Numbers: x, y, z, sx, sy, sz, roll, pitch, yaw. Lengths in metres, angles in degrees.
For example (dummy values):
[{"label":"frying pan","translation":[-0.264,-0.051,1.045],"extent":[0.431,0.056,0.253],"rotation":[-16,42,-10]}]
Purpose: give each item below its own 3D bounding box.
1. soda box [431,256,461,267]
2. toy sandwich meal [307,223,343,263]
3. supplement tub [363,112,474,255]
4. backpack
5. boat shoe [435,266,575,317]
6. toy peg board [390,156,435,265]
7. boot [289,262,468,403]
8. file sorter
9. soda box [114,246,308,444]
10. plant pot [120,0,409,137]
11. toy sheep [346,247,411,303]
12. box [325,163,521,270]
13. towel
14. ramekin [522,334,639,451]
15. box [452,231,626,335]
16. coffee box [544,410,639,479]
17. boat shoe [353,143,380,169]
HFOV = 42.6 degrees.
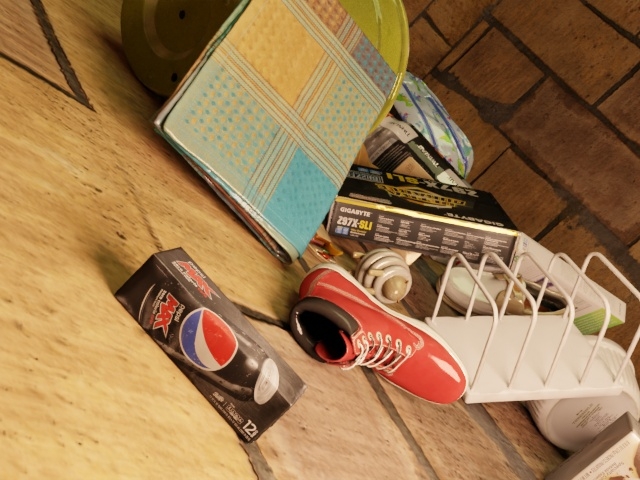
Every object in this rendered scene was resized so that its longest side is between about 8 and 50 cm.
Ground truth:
[{"label":"soda box","translation":[0.324,0.016,2.046],"extent":[0.069,0.074,0.216],"rotation":[52,16,26]},{"label":"toy sandwich meal","translation":[0.000,0.000,1.240],"extent":[0.085,0.029,0.085],"rotation":[42,14,-13]},{"label":"supplement tub","translation":[0.200,-0.136,1.874],"extent":[0.316,0.193,0.193],"rotation":[49,14,12]},{"label":"backpack","translation":[0.226,-0.248,2.114],"extent":[0.273,0.290,0.355],"rotation":[5,42,-19]},{"label":"boat shoe","translation":[0.390,0.112,1.718],"extent":[0.302,0.103,0.113],"rotation":[17,53,-19]},{"label":"toy peg board","translation":[0.179,-0.058,1.691],"extent":[0.161,0.160,0.079],"rotation":[46,-2,2]},{"label":"boot","translation":[0.070,0.135,0.954],"extent":[0.244,0.088,0.176],"rotation":[36,15,-4]},{"label":"file sorter","translation":[0.340,0.126,1.314],"extent":[0.277,0.173,0.193],"rotation":[0,31,-17]},{"label":"soda box","translation":[-0.090,0.085,0.687],"extent":[0.169,0.053,0.060],"rotation":[46,14,5]},{"label":"plant pot","translation":[-0.105,-0.323,1.285],"extent":[0.366,0.366,0.353],"rotation":[51,26,22]},{"label":"toy sheep","translation":[0.091,0.051,1.254],"extent":[0.091,0.091,0.132],"rotation":[36,12,-35]},{"label":"box","translation":[0.169,-0.052,1.470],"extent":[0.322,0.079,0.257],"rotation":[11,17,-4]},{"label":"towel","translation":[-0.042,-0.187,1.094],"extent":[0.271,0.040,0.370],"rotation":[47,54,-29]},{"label":"ramekin","translation":[0.467,0.280,1.458],"extent":[0.207,0.207,0.109],"rotation":[40,23,-23]},{"label":"box","translation":[0.480,0.120,1.827],"extent":[0.322,0.232,0.058],"rotation":[33,55,-18]},{"label":"coffee box","translation":[0.484,0.419,1.169],"extent":[0.297,0.168,0.119],"rotation":[47,14,9]},{"label":"boat shoe","translation":[0.049,-0.147,1.688],"extent":[0.096,0.098,0.277],"rotation":[16,-16,31]}]
